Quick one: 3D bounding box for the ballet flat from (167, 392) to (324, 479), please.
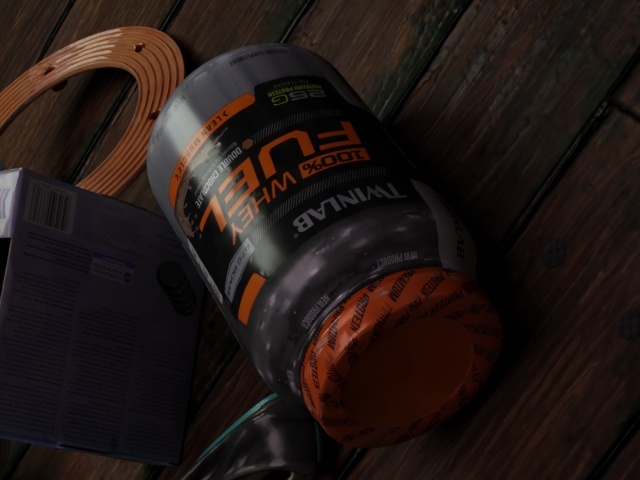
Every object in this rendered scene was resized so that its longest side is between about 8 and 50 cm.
[{"bbox_3d":[-0.103,0.242,1.300,0.280,0.095,0.096,-39,62,30],"label":"ballet flat"}]

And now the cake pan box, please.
[{"bbox_3d":[-0.229,0.080,1.360,0.070,0.267,0.246,-6,73,40],"label":"cake pan box"}]

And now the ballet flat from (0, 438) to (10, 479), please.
[{"bbox_3d":[-0.425,0.312,1.589,0.116,0.124,0.342,31,105,12],"label":"ballet flat"}]

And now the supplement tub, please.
[{"bbox_3d":[0.000,0.000,1.194,0.207,0.207,0.338,-53,45,18],"label":"supplement tub"}]

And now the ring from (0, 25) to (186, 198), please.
[{"bbox_3d":[-0.286,-0.108,1.578,0.336,0.032,0.337,-20,42,20],"label":"ring"}]
